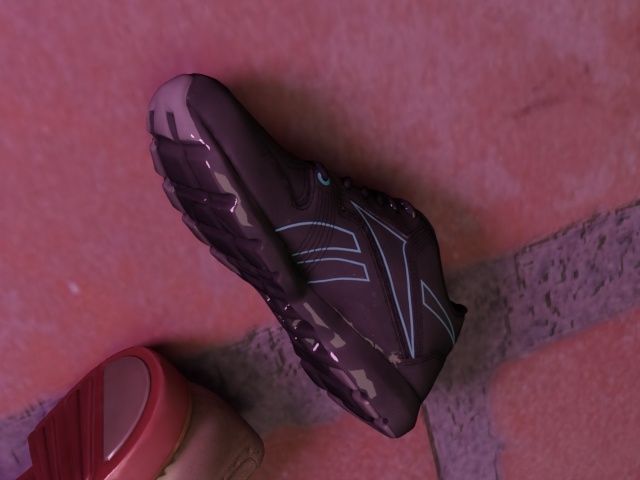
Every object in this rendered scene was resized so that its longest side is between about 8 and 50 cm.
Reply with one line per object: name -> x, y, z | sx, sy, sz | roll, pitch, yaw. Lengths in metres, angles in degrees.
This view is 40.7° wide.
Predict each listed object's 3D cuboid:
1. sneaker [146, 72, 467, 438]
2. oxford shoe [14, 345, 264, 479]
sneaker -> 0.000, 0.000, 0.513 | 0.106, 0.101, 0.267 | -45, 123, -15
oxford shoe -> -0.178, 0.227, 0.559 | 0.348, 0.123, 0.130 | -43, 127, 11
